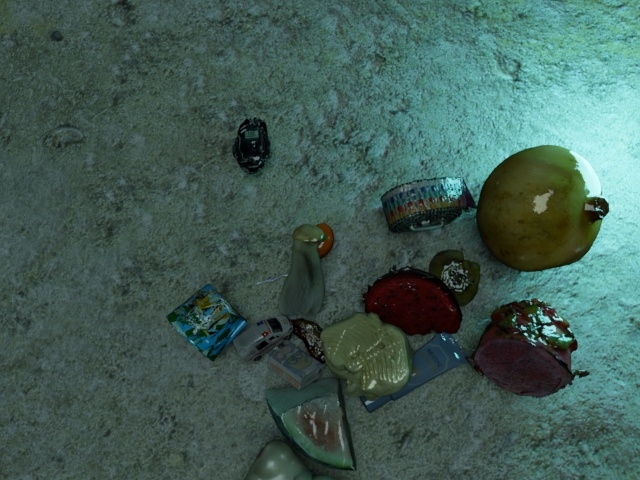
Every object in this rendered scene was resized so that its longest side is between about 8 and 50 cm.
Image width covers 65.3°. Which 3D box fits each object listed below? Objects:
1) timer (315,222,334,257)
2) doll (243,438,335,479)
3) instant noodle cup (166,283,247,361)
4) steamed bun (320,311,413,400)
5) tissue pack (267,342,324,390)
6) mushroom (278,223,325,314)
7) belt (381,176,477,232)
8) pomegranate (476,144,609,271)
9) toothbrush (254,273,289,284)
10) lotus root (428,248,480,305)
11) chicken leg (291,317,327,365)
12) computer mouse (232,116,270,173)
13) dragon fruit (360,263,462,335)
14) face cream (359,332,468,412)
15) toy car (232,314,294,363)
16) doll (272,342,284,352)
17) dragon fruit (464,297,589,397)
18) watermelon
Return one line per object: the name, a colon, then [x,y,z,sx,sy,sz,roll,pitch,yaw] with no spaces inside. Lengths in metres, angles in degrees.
timer: [0.000,0.000,1.779,0.099,0.136,0.136,9,79,-1]
doll: [-0.083,0.770,1.519,0.370,0.226,0.215,23,67,28]
instant noodle cup: [-0.380,0.270,1.697,0.240,0.240,0.178,42,77,10]
steamed bun: [0.157,0.383,1.627,0.289,0.203,0.276,-12,57,18]
tissue pack: [-0.085,0.420,1.673,0.155,0.115,0.065,26,115,30]
mushroom: [-0.060,0.106,1.708,0.159,0.122,0.329,-4,112,-17]
belt: [0.366,-0.110,1.742,0.294,0.207,0.161,-8,73,-14]
pomegranate: [0.712,-0.100,1.607,0.416,0.417,0.417,-1,78,3]
toothbrush: [-0.176,0.141,1.813,0.131,0.013,0.011,-16,68,1]
lotus root: [0.475,0.124,1.750,0.183,0.078,0.204,7,77,4]
chicken leg: [-0.025,0.351,1.737,0.105,0.063,0.234,-31,76,-8]
computer mouse: [-0.256,-0.355,1.888,0.146,0.077,0.242,-2,75,3]
dragon fruit: [0.309,0.195,1.702,0.343,0.100,0.282,1,119,7]
face cream: [0.308,0.449,1.688,0.385,0.086,0.136,-31,63,-7]
toy car: [-0.195,0.325,1.709,0.209,0.108,0.089,-34,51,0]
doll: [-0.154,0.398,1.745,0.058,0.040,0.085,-3,73,16]
dragon fruit: [0.676,0.329,1.621,0.314,0.296,0.263,27,47,11]
watermelon: [-0.002,0.568,1.628,0.387,0.228,0.258,36,73,4]
